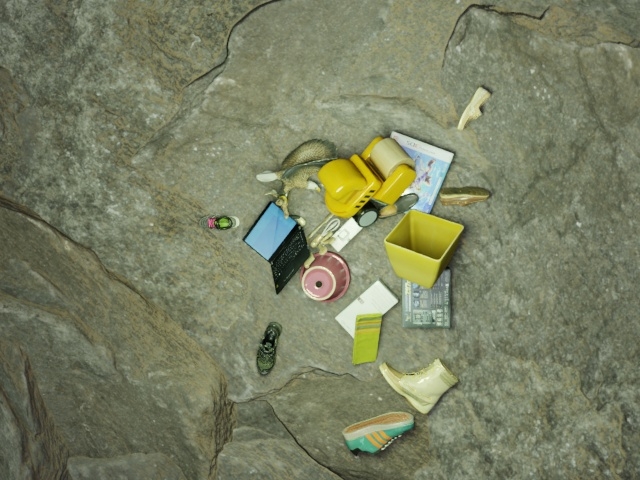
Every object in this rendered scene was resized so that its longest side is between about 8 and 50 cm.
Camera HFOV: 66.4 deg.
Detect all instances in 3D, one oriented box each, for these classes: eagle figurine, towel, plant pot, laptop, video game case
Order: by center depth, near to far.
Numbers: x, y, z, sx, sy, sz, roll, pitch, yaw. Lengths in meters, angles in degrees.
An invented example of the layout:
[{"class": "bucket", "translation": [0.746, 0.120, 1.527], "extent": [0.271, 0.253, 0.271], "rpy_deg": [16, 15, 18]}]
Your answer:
[{"class": "plant pot", "translation": [0.369, 0.046, 1.765], "extent": [0.212, 0.212, 0.187], "rpy_deg": [21, 137, 29]}, {"class": "video game case", "translation": [0.335, -0.242, 1.843], "extent": [0.244, 0.061, 0.270], "rpy_deg": [22, 99, 9]}, {"class": "eagle figurine", "translation": [-0.068, -0.259, 1.856], "extent": [0.226, 0.225, 0.298], "rpy_deg": [48, 114, 24]}, {"class": "plant pot", "translation": [0.009, 0.149, 1.881], "extent": [0.201, 0.180, 0.202], "rpy_deg": [1, 95, 10]}, {"class": "towel", "translation": [0.180, 0.382, 1.890], "extent": [0.102, 0.021, 0.238], "rpy_deg": [-4, 120, -11]}, {"class": "laptop", "translation": [-0.177, 0.026, 1.893], "extent": [0.136, 0.265, 0.234], "rpy_deg": [20, 124, -31]}]

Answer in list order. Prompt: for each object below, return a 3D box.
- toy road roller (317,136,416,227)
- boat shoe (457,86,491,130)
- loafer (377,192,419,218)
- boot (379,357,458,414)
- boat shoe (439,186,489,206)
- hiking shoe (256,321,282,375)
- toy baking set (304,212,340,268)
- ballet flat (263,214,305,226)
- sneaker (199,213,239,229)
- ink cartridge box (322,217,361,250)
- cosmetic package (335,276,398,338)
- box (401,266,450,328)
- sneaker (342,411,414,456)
[{"class": "toy road roller", "translation": [0.145, -0.221, 1.716], "extent": [0.329, 0.240, 0.203], "rpy_deg": [-47, 51, 20]}, {"class": "boat shoe", "translation": [0.559, -0.472, 1.777], "extent": [0.059, 0.063, 0.170], "rpy_deg": [31, 99, 12]}, {"class": "loafer", "translation": [0.284, -0.122, 1.804], "extent": [0.170, 0.061, 0.062], "rpy_deg": [-29, 93, 16]}, {"class": "boot", "translation": [0.378, 0.518, 1.889], "extent": [0.262, 0.095, 0.203], "rpy_deg": [42, 102, 3]}, {"class": "boat shoe", "translation": [0.533, -0.160, 1.819], "extent": [0.177, 0.064, 0.060], "rpy_deg": [-1, 126, 12]}, {"class": "hiking shoe", "translation": [-0.223, 0.448, 1.986], "extent": [0.086, 0.114, 0.227], "rpy_deg": [13, 98, 10]}, {"class": "toy baking set", "translation": [-0.005, 0.004, 1.878], "extent": [0.196, 0.256, 0.030], "rpy_deg": [-30, 120, 31]}, {"class": "ballet flat", "translation": [-0.145, -0.076, 1.954], "extent": [0.172, 0.049, 0.058], "rpy_deg": [6, 96, 10]}, {"class": "sneaker", "translation": [-0.422, -0.074, 1.994], "extent": [0.170, 0.075, 0.063], "rpy_deg": [1, 96, 11]}, {"class": "ink cartridge box", "translation": [0.092, -0.021, 1.888], "extent": [0.060, 0.104, 0.180], "rpy_deg": [45, 102, 1]}, {"class": "cosmetic package", "translation": [0.180, 0.263, 1.909], "extent": [0.231, 0.085, 0.117], "rpy_deg": [-44, 87, 10]}, {"class": "box", "translation": [0.403, 0.218, 1.874], "extent": [0.183, 0.059, 0.233], "rpy_deg": [-1, 95, 10]}, {"class": "sneaker", "translation": [0.242, 0.772, 1.939], "extent": [0.301, 0.108, 0.121], "rpy_deg": [-22, 92, 20]}]
